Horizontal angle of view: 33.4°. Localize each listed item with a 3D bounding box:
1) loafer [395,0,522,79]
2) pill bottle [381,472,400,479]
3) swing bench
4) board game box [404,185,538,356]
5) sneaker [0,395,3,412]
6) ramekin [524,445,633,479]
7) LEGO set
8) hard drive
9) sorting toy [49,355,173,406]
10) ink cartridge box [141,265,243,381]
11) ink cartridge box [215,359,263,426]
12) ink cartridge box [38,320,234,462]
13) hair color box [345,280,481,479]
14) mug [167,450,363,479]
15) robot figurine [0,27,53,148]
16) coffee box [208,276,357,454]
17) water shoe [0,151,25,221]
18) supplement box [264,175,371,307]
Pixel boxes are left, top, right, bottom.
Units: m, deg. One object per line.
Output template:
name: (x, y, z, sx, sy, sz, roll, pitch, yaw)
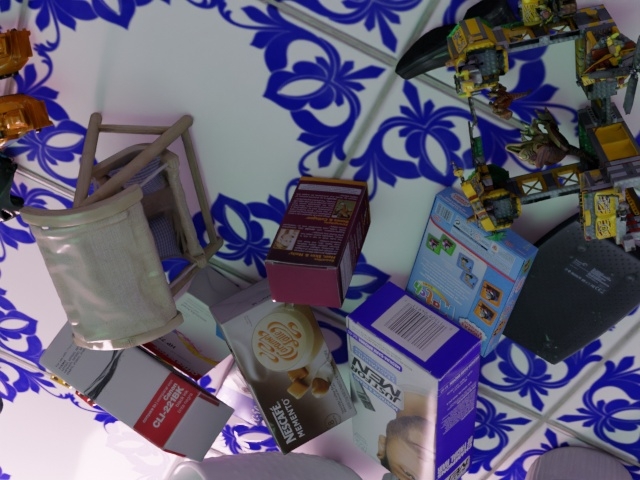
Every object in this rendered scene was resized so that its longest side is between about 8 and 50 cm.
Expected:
loafer: (0.169, -0.236, 1.320, 0.170, 0.062, 0.061, -23, 123, 36)
pill bottle: (0.174, 0.442, 1.933, 0.120, 0.067, 0.067, -12, 126, 29)
swing bench: (-0.276, -0.012, 1.549, 0.165, 0.254, 0.253, 3, 132, 17)
board game box: (0.211, 0.048, 1.534, 0.160, 0.039, 0.211, 38, 139, 23)
sneaker: (-0.742, 0.339, 2.165, 0.283, 0.110, 0.122, -4, 147, 26)
ramekin: (0.438, 0.442, 1.811, 0.207, 0.109, 0.207, 10, 134, 10)
LEGO set: (0.279, -0.114, 1.261, 0.255, 0.192, 0.331, -5, 129, -2)
hard drive: (0.353, 0.068, 1.535, 0.172, 0.054, 0.254, 31, 135, -8)
sorting toy: (-0.406, 0.251, 1.983, 0.274, 0.046, 0.132, -26, 118, 36)
ink cartridge box: (-0.215, 0.150, 1.799, 0.134, 0.078, 0.231, 36, 133, -14)
ink cartridge box: (-0.117, 0.249, 1.856, 0.097, 0.046, 0.207, 25, 144, -3)
ink cartridge box: (-0.304, 0.244, 1.782, 0.273, 0.114, 0.197, 30, 171, 19)
hair color box: (0.144, 0.245, 1.676, 0.185, 0.110, 0.339, 33, 148, 32)
mug: (-0.104, 0.510, 1.951, 0.328, 0.276, 0.374, -1, -176, -30)
robot figurine: (-0.537, -0.207, 1.546, 0.291, 0.085, 0.211, -10, 98, 21)
coffee box: (-0.058, 0.191, 1.685, 0.141, 0.098, 0.246, -26, 109, -11)
water shoe: (-0.521, -0.124, 1.679, 0.080, 0.073, 0.203, -16, 124, -11)
supplement box: (0.000, 0.000, 1.506, 0.104, 0.188, 0.081, 5, 133, 15)
